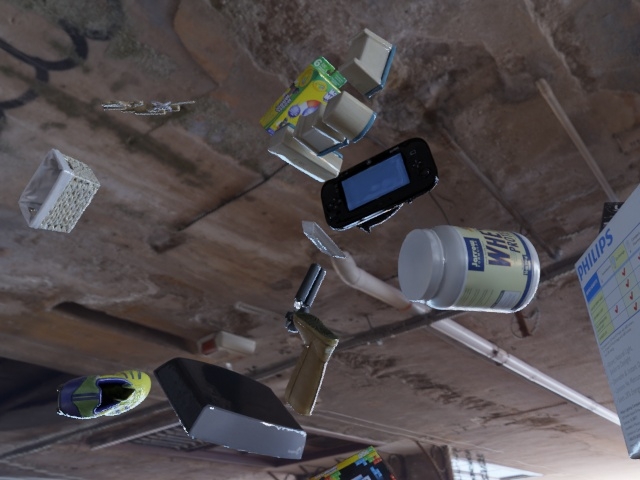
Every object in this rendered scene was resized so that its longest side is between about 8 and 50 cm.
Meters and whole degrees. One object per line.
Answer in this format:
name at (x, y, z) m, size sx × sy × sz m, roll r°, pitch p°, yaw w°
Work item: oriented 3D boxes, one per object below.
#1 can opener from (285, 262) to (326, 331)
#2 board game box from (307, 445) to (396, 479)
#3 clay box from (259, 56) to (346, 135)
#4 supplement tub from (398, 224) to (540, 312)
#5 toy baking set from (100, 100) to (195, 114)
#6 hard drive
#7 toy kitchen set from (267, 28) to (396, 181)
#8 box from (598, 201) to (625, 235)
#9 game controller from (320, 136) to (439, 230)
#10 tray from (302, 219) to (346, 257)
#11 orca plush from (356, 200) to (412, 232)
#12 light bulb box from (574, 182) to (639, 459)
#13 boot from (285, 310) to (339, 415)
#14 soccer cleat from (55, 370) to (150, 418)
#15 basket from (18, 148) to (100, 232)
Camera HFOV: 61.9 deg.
can opener at (-0.048, 0.217, 1.984) m, size 0.093 × 0.074 × 0.280 m, roll 1°, pitch -121°, yaw 42°
board game box at (0.073, 0.502, 1.042) m, size 0.141 × 0.170 × 0.048 m, roll 48°, pitch -46°, yaw 34°
clay box at (-0.033, -0.341, 1.344) m, size 0.222 × 0.127 × 0.053 m, roll -44°, pitch -127°, yaw 16°
supplement tub at (0.406, 0.079, 1.488) m, size 0.235 × 0.325 × 0.235 m, roll -175°, pitch -90°, yaw -73°
toy baking set at (-0.451, -0.348, 1.402) m, size 0.197 × 0.257 × 0.030 m, roll -112°, pitch -159°, yaw -77°
hard drive at (-0.140, 0.276, 0.886) m, size 0.054 × 0.255 × 0.172 m, roll -54°, pitch -136°, yaw 1°
toy kitchen set at (0.035, -0.214, 0.881) m, size 0.207 × 0.122 × 0.166 m, roll -12°, pitch -125°, yaw 55°
box at (0.721, 0.049, 1.201) m, size 0.164 × 0.247 × 0.142 m, roll 2°, pitch -147°, yaw 31°
game controller at (0.146, -0.146, 1.389) m, size 0.319 × 0.067 × 0.166 m, roll -24°, pitch -115°, yaw 20°
tray at (0.000, 0.000, 1.661) m, size 0.030 × 0.145 × 0.270 m, roll -42°, pitch -172°, yaw -5°
orca plush at (0.220, -0.144, 1.781) m, size 0.287 × 0.151 × 0.102 m, roll -40°, pitch -171°, yaw 11°
light bulb box at (0.597, 0.112, 0.804) m, size 0.226 × 0.357 × 0.360 m, roll -2°, pitch -120°, yaw 2°
boot at (-0.061, 0.394, 1.756) m, size 0.236 × 0.089 × 0.269 m, roll 35°, pitch -73°, yaw 55°
soccer cleat at (-0.432, 0.329, 1.145) m, size 0.121 × 0.289 × 0.093 m, roll -7°, pitch -102°, yaw 12°
basket at (-0.619, -0.113, 1.272) m, size 0.167 × 0.103 × 0.113 m, roll -53°, pitch -126°, yaw 12°
